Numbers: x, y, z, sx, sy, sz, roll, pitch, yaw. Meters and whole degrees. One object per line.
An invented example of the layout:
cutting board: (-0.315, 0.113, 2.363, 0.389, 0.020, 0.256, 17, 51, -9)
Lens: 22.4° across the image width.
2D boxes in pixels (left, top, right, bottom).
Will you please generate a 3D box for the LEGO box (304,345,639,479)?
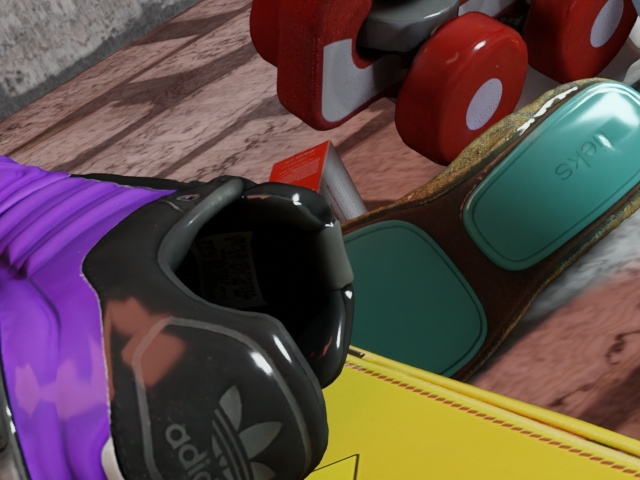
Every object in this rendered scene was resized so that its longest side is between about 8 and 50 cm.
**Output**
LEGO box: (-0.038, 0.216, 0.395, 0.372, 0.193, 0.500, -32, 17, -18)

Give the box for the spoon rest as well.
spoon rest: (0.200, -0.133, 1.250, 0.137, 0.084, 0.276, -57, 0, 37)

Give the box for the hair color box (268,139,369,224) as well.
hair color box: (0.000, 0.000, 1.155, 0.053, 0.093, 0.167, -25, 16, 12)

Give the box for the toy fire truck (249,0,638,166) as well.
toy fire truck: (0.086, -0.211, 1.036, 0.169, 0.254, 0.302, 34, 52, 30)

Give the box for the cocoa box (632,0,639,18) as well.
cocoa box: (0.277, -0.151, 0.733, 0.228, 0.347, 0.231, -17, 20, 33)

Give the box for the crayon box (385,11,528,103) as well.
crayon box: (0.156, -0.214, 1.358, 0.202, 0.081, 0.318, -58, -2, 19)

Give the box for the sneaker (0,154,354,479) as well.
sneaker: (-0.062, 0.025, 0.513, 0.146, 0.102, 0.293, -24, 21, -4)

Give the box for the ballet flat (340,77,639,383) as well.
ballet flat: (0.071, 0.021, 0.984, 0.348, 0.123, 0.123, -36, 19, -24)
